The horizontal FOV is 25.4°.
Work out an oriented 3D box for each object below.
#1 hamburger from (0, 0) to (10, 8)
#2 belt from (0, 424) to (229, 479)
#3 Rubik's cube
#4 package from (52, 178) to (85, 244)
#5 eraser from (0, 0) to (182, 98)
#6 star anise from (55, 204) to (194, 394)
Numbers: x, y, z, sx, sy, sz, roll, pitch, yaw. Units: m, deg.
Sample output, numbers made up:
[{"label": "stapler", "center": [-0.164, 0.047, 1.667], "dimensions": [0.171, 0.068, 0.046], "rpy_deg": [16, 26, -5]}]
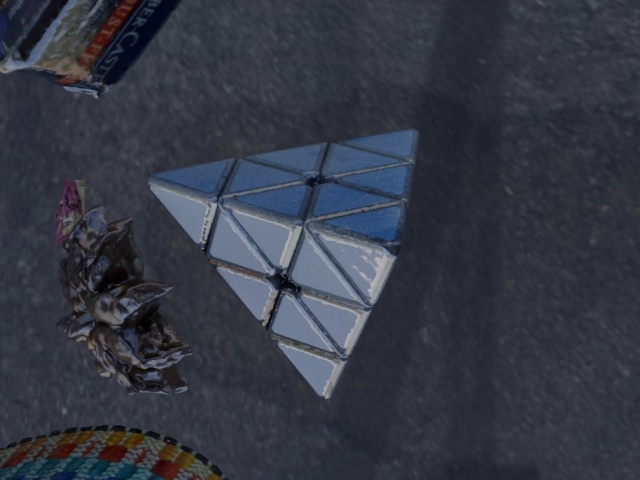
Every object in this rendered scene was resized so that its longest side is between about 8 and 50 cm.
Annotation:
[{"label": "hamburger", "center": [-0.270, -0.261, 0.832], "dimensions": [0.186, 0.303, 0.261], "rpy_deg": [2, 92, -22]}, {"label": "belt", "center": [-0.167, 0.237, 0.911], "dimensions": [0.257, 0.150, 0.207], "rpy_deg": [-21, 98, 18]}, {"label": "Rubik's cube", "center": [0.002, 0.000, 1.460], "dimensions": [0.228, 0.228, 0.233], "rpy_deg": [-33, 151, 19]}, {"label": "package", "center": [-0.314, -0.036, 1.785], "dimensions": [0.029, 0.059, 0.083], "rpy_deg": [9, 97, 19]}, {"label": "eraser", "center": [-0.177, -0.282, 1.325], "dimensions": [0.332, 0.101, 0.155], "rpy_deg": [-48, 151, 22]}, {"label": "star anise", "center": [-0.242, 0.085, 1.644], "dimensions": [0.109, 0.223, 0.236], "rpy_deg": [-30, 158, -26]}]
